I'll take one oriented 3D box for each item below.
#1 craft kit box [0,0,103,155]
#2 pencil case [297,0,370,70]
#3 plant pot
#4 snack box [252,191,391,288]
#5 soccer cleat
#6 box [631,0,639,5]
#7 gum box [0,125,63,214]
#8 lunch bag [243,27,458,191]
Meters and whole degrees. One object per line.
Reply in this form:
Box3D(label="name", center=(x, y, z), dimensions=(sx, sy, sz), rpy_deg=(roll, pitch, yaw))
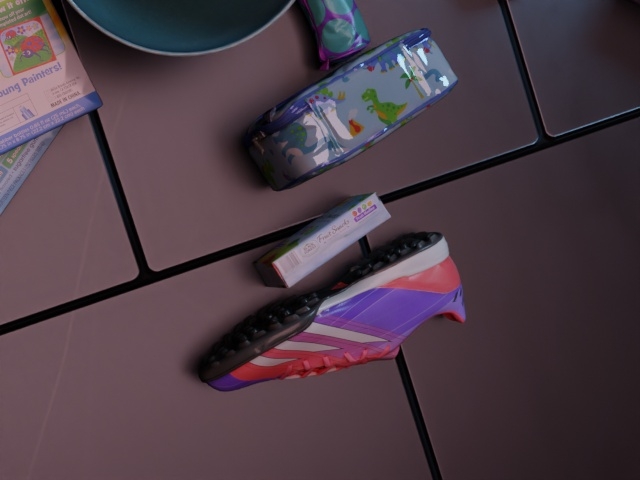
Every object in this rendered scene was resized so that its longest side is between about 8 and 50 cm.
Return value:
Box3D(label="craft kit box", center=(-0.389, -0.193, 1.619), dimensions=(0.250, 0.061, 0.246), rpy_deg=(-27, 99, -16))
Box3D(label="pencil case", center=(-0.001, -0.271, 1.764), dimensions=(0.070, 0.064, 0.151), rpy_deg=(-30, 99, -30))
Box3D(label="plant pot", center=(-0.158, -0.339, 1.642), dimensions=(0.290, 0.195, 0.290), rpy_deg=(-2, 99, -14))
Box3D(label="snack box", center=(0.000, 0.000, 1.749), dimensions=(0.141, 0.100, 0.037), rpy_deg=(-34, 99, -12))
Box3D(label="soccer cleat", center=(0.019, 0.104, 1.757), dimensions=(0.318, 0.108, 0.116), rpy_deg=(-28, 102, -16))
Box3D(label="box", center=(0.513, -0.353, 1.884), dimensions=(0.213, 0.117, 0.243), rpy_deg=(27, 84, -15))
Box3D(label="gum box", center=(-0.389, -0.114, 1.667), dimensions=(0.184, 0.041, 0.157), rpy_deg=(35, 80, -14))
Box3D(label="lunch bag", center=(0.027, -0.140, 1.719), dimensions=(0.219, 0.176, 0.090), rpy_deg=(-33, 94, -15))
